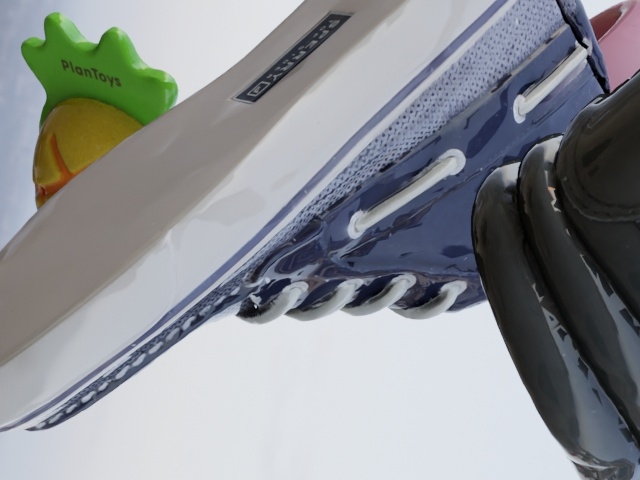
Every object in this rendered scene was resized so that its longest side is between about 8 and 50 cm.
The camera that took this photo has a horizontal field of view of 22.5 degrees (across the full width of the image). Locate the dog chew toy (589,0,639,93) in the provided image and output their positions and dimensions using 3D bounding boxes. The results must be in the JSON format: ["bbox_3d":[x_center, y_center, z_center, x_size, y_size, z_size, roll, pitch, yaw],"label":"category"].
[{"bbox_3d":[0.244,0.017,0.974,0.206,0.332,0.206,-38,-171,7],"label":"dog chew toy"}]

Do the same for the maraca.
[{"bbox_3d":[-0.109,-0.042,0.886,0.099,0.127,0.185,-49,142,-38],"label":"maraca"}]

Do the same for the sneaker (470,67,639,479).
[{"bbox_3d":[0.149,0.035,0.427,0.147,0.296,0.104,-28,-136,26],"label":"sneaker"}]

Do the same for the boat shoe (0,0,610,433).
[{"bbox_3d":[0.000,0.000,0.718,0.340,0.158,0.127,-41,-153,-9],"label":"boat shoe"}]
